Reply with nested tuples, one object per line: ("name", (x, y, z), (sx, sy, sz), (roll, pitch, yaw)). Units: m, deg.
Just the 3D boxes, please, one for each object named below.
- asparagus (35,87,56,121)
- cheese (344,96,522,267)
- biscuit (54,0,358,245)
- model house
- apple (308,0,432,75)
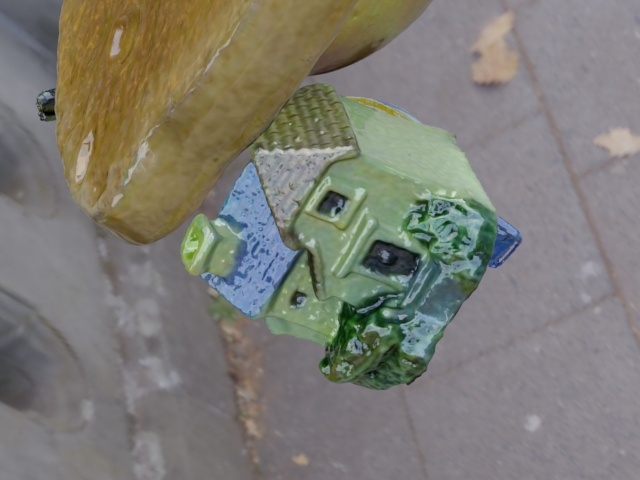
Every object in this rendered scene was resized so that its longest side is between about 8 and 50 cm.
("asparagus", (-0.112, -0.131, 1.167), (0.022, 0.232, 0.023), (-27, 85, 58))
("cheese", (0.098, -0.065, 1.672), (0.270, 0.177, 0.069), (39, 61, 3))
("biscuit", (-0.038, -0.176, 0.730), (0.344, 0.057, 0.287), (-53, 35, 34))
("model house", (0.000, 0.000, 1.231), (0.214, 0.189, 0.195), (-57, 22, 24))
("apple", (-0.039, -0.337, 1.373), (0.374, 0.384, 0.374), (-27, 57, 51))
